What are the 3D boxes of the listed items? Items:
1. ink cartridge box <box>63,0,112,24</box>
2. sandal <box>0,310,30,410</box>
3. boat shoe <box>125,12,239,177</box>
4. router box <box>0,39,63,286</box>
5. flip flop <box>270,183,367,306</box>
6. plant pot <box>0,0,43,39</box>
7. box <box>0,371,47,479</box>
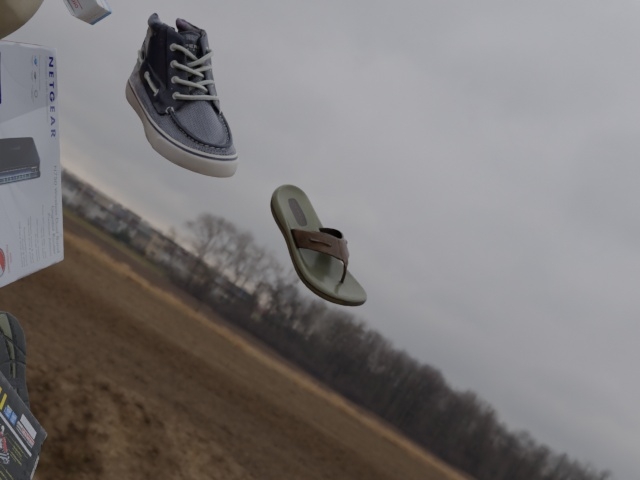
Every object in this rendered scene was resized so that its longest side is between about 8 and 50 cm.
[{"bbox_3d":[-0.531,-0.548,1.984,0.104,0.060,0.180,61,3,-7],"label":"ink cartridge box"},{"bbox_3d":[-0.578,0.278,1.568,0.086,0.303,0.120,-11,-21,18],"label":"sandal"},{"bbox_3d":[-0.212,-0.238,1.397,0.127,0.158,0.340,0,31,-36],"label":"boat shoe"},{"bbox_3d":[-0.462,-0.111,1.242,0.082,0.336,0.301,2,10,7],"label":"router box"},{"bbox_3d":[0.000,0.000,1.601,0.112,0.080,0.277,-1,54,-43],"label":"flip flop"},{"bbox_3d":[-0.653,-0.515,1.591,0.284,0.284,0.191,31,-22,18],"label":"plant pot"},{"bbox_3d":[-0.507,0.264,1.200,0.257,0.079,0.322,-91,163,-53],"label":"box"}]
